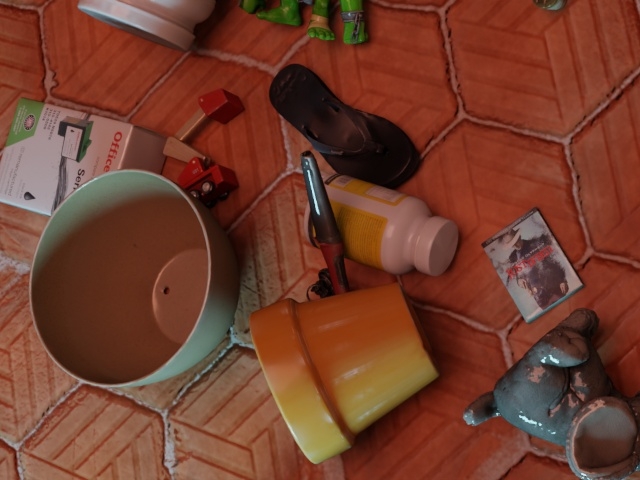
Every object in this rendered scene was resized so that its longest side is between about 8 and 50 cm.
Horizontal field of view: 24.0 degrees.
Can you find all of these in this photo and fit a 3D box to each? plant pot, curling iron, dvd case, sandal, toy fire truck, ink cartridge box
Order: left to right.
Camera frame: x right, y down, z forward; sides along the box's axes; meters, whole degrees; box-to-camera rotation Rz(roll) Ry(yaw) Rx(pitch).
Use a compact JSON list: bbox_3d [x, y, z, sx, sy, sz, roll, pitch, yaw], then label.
[{"bbox_3d":[-0.347,-0.104,2.170,0.219,0.092,0.160,14,87,30],"label":"ink cartridge box"},{"bbox_3d":[-0.217,0.063,2.011,0.284,0.191,0.284,-6,77,28],"label":"plant pot"},{"bbox_3d":[-0.181,-0.110,2.109,0.192,0.047,0.135,-31,67,20],"label":"toy fire truck"},{"bbox_3d":[0.000,0.000,1.887,0.068,0.274,0.035,20,51,29],"label":"curling iron"},{"bbox_3d":[0.019,-0.148,2.005,0.254,0.054,0.097,36,98,29],"label":"sandal"},{"bbox_3d":[0.038,0.146,1.870,0.188,0.205,0.205,-24,69,5],"label":"plant pot"},{"bbox_3d":[0.262,0.030,1.864,0.087,0.013,0.119,-35,65,18],"label":"dvd case"}]

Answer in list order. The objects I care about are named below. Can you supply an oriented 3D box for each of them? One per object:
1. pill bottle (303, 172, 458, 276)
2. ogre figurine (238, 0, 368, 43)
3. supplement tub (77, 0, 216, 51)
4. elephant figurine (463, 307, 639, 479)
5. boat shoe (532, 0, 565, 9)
[{"bbox_3d":[0.078,-0.015,1.920,0.184,0.103,0.103,19,89,30],"label":"pill bottle"},{"bbox_3d":[-0.018,-0.345,2.048,0.197,0.096,0.118,28,112,44],"label":"ogre figurine"},{"bbox_3d":[-0.213,-0.421,2.106,0.191,0.191,0.272,22,91,30],"label":"supplement tub"},{"bbox_3d":[0.329,0.208,1.724,0.239,0.169,0.186,48,133,11],"label":"elephant figurine"},{"bbox_3d":[0.283,-0.355,1.912,0.050,0.045,0.135,-11,79,34],"label":"boat shoe"}]
